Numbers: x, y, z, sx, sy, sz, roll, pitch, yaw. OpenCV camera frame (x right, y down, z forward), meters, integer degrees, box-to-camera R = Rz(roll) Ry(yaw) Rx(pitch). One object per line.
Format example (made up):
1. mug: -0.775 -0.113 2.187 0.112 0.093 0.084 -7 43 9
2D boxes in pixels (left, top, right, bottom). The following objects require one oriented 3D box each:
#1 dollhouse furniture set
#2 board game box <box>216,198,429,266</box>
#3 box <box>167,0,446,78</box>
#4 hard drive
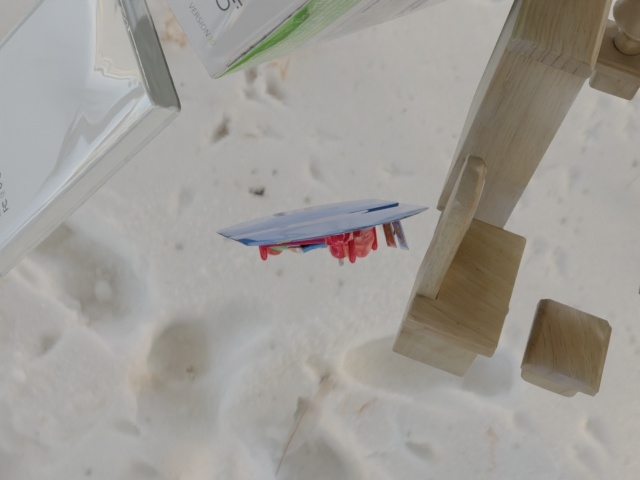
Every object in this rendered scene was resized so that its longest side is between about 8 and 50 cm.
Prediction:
1. dollhouse furniture set: 0.261 -0.028 0.605 0.355 0.174 0.303 21 59 4
2. board game box: 0.000 0.000 0.768 0.133 0.168 0.033 -12 99 -17
3. box: 0.089 -0.201 0.595 0.058 0.232 0.322 58 36 -2
4. hard drive: -0.304 -0.133 1.138 0.047 0.353 0.233 11 51 -49
